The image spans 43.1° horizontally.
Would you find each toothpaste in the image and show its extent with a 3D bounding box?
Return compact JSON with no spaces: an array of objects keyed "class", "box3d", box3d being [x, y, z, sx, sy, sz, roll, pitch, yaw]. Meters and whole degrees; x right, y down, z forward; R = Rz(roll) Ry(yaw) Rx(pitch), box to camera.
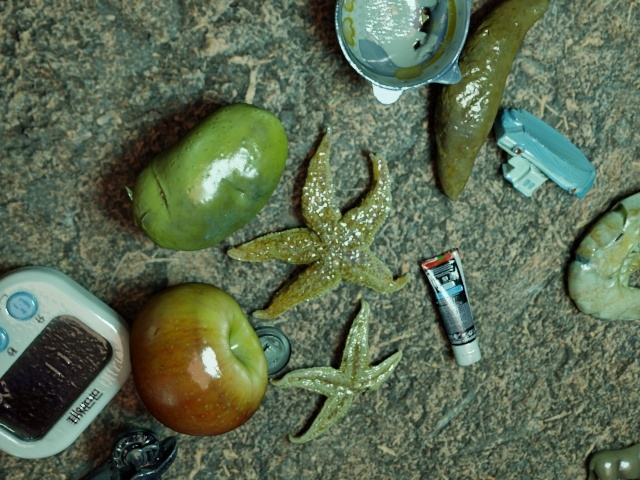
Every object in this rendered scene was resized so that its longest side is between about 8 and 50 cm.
[{"class":"toothpaste","box3d":[0.225,0.112,1.352,0.071,0.045,0.193,-22,102,-16]}]

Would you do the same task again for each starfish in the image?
[{"class":"starfish","box3d":[0.001,0.001,1.258,0.302,0.060,0.299,-31,112,-3]},{"class":"starfish","box3d":[0.021,0.226,1.328,0.247,0.050,0.138,-41,108,-4]}]

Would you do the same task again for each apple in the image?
[{"class":"apple","box3d":[-0.185,0.176,1.186,0.173,0.210,0.234,-18,101,16]}]

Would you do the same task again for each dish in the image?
[{"class":"dish","box3d":[0.118,-0.320,1.186,0.228,0.086,0.236,32,95,-20]}]

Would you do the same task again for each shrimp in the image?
[{"class":"shrimp","box3d":[0.587,0.010,1.398,0.360,0.085,0.247,-36,119,1]}]

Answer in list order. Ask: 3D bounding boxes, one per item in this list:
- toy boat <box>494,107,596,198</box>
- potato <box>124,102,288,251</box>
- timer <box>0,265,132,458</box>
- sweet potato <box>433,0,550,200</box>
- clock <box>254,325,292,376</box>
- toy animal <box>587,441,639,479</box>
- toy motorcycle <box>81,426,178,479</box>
[{"class":"toy boat","box3d":[0.349,-0.126,1.307,0.215,0.088,0.102,28,131,-19]},{"class":"potato","box3d":[-0.153,-0.090,1.155,0.248,0.143,0.169,-45,148,-4]},{"class":"timer","box3d":[-0.419,0.178,1.187,0.237,0.087,0.262,41,93,-19]},{"class":"sweet potato","box3d":[0.237,-0.228,1.237,0.114,0.092,0.341,15,102,-34]},{"class":"clock","box3d":[-0.088,0.178,1.304,0.085,0.017,0.085,-3,105,-12]},{"class":"toy animal","box3d":[0.600,0.405,1.493,0.214,0.094,0.186,-2,97,-5]},{"class":"toy motorcycle","box3d":[-0.336,0.446,1.266,0.358,0.125,0.212,-40,118,1]}]
